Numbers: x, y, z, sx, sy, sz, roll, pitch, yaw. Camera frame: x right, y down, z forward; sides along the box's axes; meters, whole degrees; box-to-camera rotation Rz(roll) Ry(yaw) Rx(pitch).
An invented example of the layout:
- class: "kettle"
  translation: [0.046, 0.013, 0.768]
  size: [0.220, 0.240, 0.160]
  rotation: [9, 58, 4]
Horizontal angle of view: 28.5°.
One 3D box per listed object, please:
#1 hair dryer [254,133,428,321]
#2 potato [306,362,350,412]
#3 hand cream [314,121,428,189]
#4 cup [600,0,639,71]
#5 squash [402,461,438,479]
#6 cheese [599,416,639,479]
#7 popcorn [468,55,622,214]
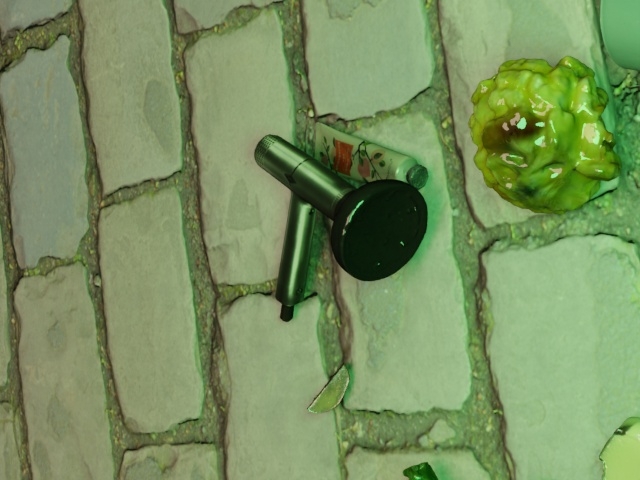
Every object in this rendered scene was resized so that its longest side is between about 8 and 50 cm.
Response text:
- class: "hair dryer"
  translation: [0.022, 0.002, 1.926]
  size: [0.320, 0.156, 0.284]
  rotation: [28, 136, 52]
- class: "potato"
  translation: [0.022, 0.235, 1.961]
  size: [0.036, 0.037, 0.093]
  rotation: [38, 96, 3]
- class: "hand cream"
  translation: [0.068, -0.122, 1.914]
  size: [0.234, 0.050, 0.080]
  rotation: [20, 113, 45]
- class: "cup"
  translation: [0.500, -0.264, 1.423]
  size: [0.312, 0.205, 0.205]
  rotation: [22, 104, 38]
- class: "squash"
  translation: [0.164, 0.514, 1.785]
  size: [0.107, 0.107, 0.395]
  rotation: [-14, 82, 41]
- class: "cheese"
  translation: [0.451, 0.340, 1.565]
  size: [0.255, 0.050, 0.127]
  rotation: [45, 118, 32]
- class: "popcorn"
  translation: [0.294, -0.137, 1.635]
  size: [0.189, 0.218, 0.169]
  rotation: [-11, 37, 25]
